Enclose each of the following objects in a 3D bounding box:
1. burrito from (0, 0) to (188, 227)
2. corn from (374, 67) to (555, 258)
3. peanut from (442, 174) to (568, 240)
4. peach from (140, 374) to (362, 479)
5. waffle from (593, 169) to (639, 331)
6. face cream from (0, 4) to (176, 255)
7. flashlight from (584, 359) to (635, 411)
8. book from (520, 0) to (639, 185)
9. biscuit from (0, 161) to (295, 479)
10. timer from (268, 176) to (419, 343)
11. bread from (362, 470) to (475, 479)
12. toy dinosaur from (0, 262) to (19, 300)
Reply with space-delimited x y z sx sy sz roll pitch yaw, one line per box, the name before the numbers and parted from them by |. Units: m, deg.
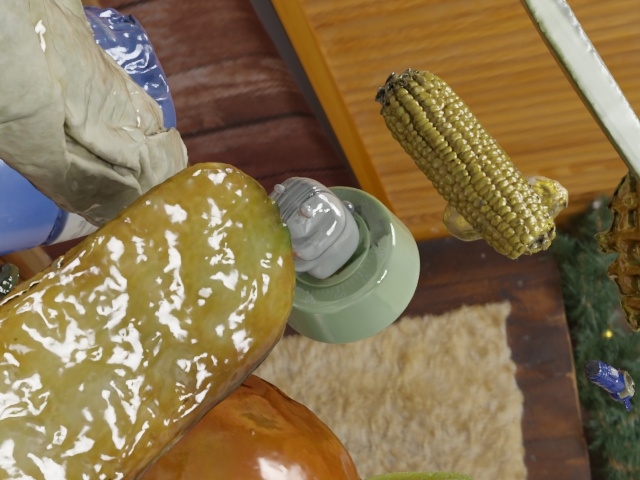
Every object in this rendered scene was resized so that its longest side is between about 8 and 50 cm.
burrito | -0.145 -0.088 0.486 0.076 0.392 0.117 -3 75 7
corn | 0.188 -0.105 1.198 0.115 0.115 0.317 -34 71 -4
peanut | 0.301 -0.053 1.479 0.207 0.087 0.087 -13 50 18
peach | -0.111 0.270 0.844 0.343 0.343 0.301 7 82 29
waffle | 0.485 -0.001 1.184 0.068 0.324 0.302 -1 42 -21
face cream | -0.302 -0.118 0.950 0.225 0.248 0.249 -17 35 -42
flashlight | 0.361 0.171 1.113 0.035 0.121 0.057 -21 57 30
book | 0.226 -0.187 0.841 0.035 0.239 0.352 -33 20 19
biscuit | -0.100 0.058 0.422 0.029 0.118 0.247 4 37 48
timer | 0.000 0.000 1.599 0.291 0.315 0.290 -9 62 17
bread | 0.167 0.422 1.552 0.229 0.228 0.033 -6 82 20
toy dinosaur | -0.392 0.124 1.099 0.187 0.087 0.178 -39 32 44
